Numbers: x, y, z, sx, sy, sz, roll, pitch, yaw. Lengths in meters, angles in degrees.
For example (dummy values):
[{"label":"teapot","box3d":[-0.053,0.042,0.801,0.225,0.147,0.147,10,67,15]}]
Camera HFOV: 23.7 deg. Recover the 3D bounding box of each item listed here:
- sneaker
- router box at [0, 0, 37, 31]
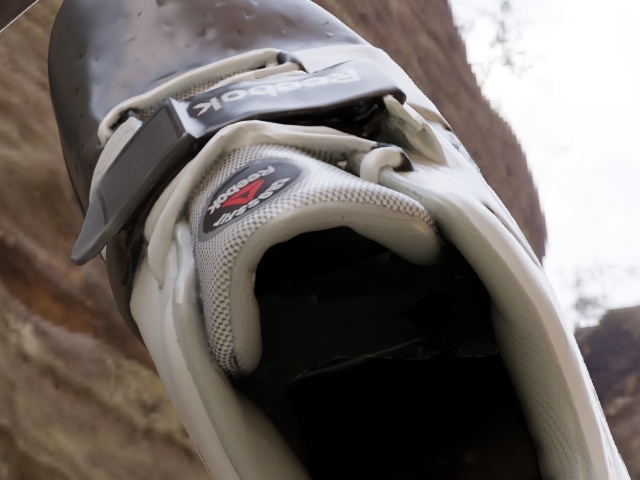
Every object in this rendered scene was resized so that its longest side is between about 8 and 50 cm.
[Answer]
[{"label":"sneaker","box3d":[0.000,0.000,0.421,0.122,0.330,0.146,-30,-34,-5]},{"label":"router box","box3d":[-0.274,-0.115,0.867,0.243,0.309,0.081,-17,-65,38]}]
